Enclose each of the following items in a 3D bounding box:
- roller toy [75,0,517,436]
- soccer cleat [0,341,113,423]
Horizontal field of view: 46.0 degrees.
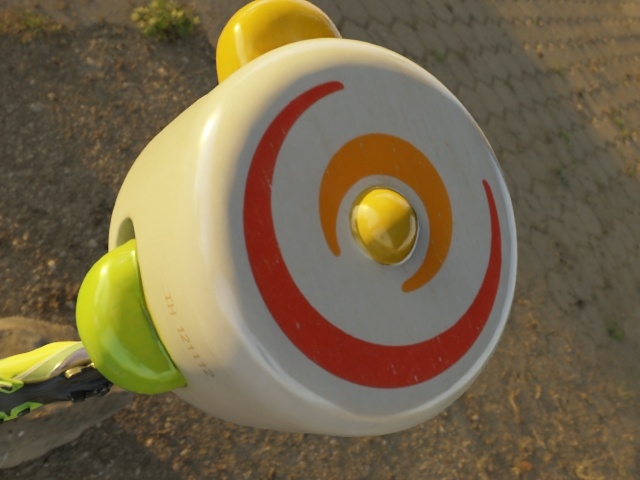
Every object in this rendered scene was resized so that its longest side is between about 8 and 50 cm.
[{"bbox_3d":[0.000,0.000,0.394,0.191,0.146,0.209,30,67,-23],"label":"roller toy"},{"bbox_3d":[-0.470,0.218,1.195,0.289,0.094,0.121,-6,21,-23],"label":"soccer cleat"}]
